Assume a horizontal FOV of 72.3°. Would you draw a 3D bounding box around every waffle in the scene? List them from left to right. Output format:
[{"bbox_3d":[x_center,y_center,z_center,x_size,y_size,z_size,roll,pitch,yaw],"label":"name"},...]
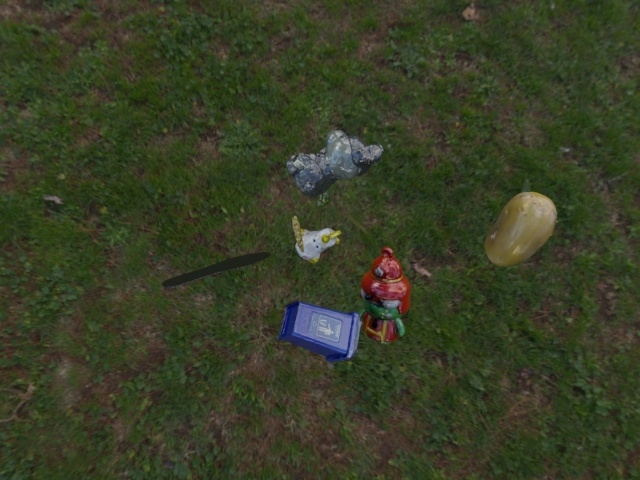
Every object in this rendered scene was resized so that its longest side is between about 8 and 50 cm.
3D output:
[{"bbox_3d":[-0.053,-0.012,1.066,0.016,0.078,0.085,-14,53,4],"label":"waffle"}]

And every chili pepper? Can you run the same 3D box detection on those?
[{"bbox_3d":[-0.007,-0.220,1.511,0.073,0.072,0.204,-18,92,-12],"label":"chili pepper"}]

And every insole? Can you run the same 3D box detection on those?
[{"bbox_3d":[-0.286,0.078,1.241,0.322,0.109,0.007,-19,109,-32],"label":"insole"}]

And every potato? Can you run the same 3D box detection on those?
[{"bbox_3d":[0.560,-0.025,1.231,0.146,0.234,0.150,35,30,22],"label":"potato"}]

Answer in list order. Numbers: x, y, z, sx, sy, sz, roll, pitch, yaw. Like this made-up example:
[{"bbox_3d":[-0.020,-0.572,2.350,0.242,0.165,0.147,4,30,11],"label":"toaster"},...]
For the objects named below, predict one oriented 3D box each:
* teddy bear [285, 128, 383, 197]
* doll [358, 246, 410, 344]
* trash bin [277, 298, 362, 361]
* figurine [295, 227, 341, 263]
[{"bbox_3d":[0.037,-0.217,1.206,0.250,0.171,0.144,-23,83,-1],"label":"teddy bear"},{"bbox_3d":[0.225,0.185,1.522,0.182,0.363,0.160,21,36,36],"label":"doll"},{"bbox_3d":[-0.006,0.290,1.411,0.234,0.184,0.163,22,63,-21],"label":"trash bin"},{"bbox_3d":[-0.007,0.002,1.221,0.129,0.178,0.109,-19,86,-5],"label":"figurine"}]
